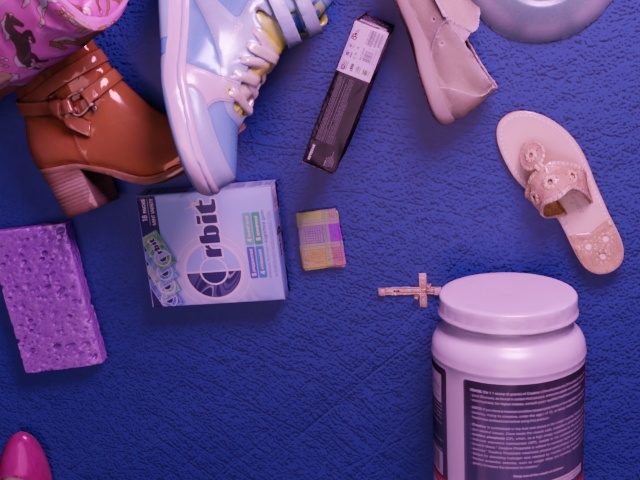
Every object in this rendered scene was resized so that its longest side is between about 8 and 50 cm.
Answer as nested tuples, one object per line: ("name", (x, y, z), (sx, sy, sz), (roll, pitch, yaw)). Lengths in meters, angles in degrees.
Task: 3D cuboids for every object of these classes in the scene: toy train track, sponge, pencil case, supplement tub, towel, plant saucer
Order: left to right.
("pencil case", (-0.397, -0.257, 1.180), (0.386, 0.160, 0.167), (-19, 123, 33))
("sponge", (-0.380, 0.079, 1.394), (0.117, 0.031, 0.210), (-9, 104, 10))
("towel", (0.000, 0.000, 1.329), (0.060, 0.009, 0.083), (-7, 104, 11))
("toy train track", (0.118, 0.068, 1.329), (0.083, 0.014, 0.048), (-1, 105, 9))
("supplement tub", (0.234, 0.194, 1.254), (0.191, 0.191, 0.272), (0, 106, 8))
("plant saucer", (0.263, -0.330, 1.184), (0.195, 0.037, 0.195), (2, 107, 7))

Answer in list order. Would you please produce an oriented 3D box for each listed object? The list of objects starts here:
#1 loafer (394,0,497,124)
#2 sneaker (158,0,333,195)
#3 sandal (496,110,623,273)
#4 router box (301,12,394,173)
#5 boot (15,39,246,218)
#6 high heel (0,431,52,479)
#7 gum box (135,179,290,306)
("loafer", (0.142, -0.274, 1.190), (0.092, 0.102, 0.269), (-16, 112, 11))
("sneaker", (-0.076, -0.217, 1.173), (0.208, 0.127, 0.319), (-8, 77, 6))
("sandal", (0.303, -0.056, 1.233), (0.088, 0.079, 0.240), (-33, 99, 15))
("router box", (0.035, -0.180, 1.208), (0.046, 0.133, 0.179), (22, 107, 1))
("boot", (-0.254, -0.173, 1.279), (0.283, 0.109, 0.220), (-19, 98, 20))
("high heel", (-0.451, 0.405, 1.450), (0.082, 0.117, 0.244), (13, 107, 4))
("gum box", (-0.142, 0.005, 1.334), (0.184, 0.041, 0.157), (-3, 105, 10))
